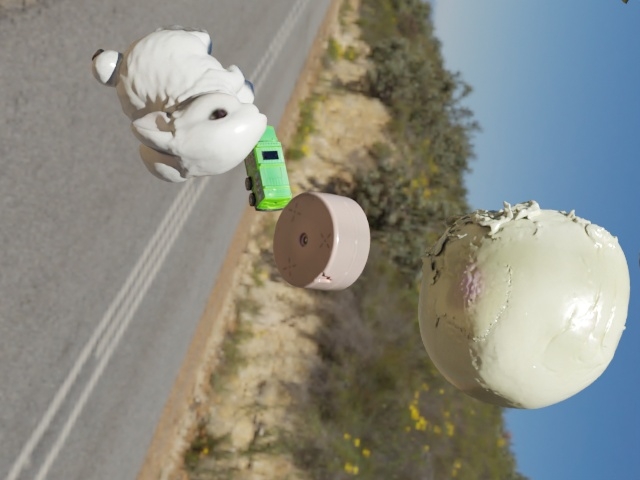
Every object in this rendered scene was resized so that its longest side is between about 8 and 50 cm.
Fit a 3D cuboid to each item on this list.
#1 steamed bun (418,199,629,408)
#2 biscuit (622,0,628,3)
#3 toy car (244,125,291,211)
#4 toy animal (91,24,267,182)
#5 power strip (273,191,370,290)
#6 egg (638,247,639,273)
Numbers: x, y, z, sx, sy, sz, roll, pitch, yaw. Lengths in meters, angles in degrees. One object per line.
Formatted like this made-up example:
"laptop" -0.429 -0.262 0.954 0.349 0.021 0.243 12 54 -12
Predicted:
"steamed bun" 0.297 0.098 1.509 0.333 0.233 0.312 -20 -130 45
"biscuit" 0.431 -0.507 1.702 0.026 0.292 0.048 -39 151 -26
"toy car" -0.098 -0.135 1.722 0.062 0.071 0.165 -38 -120 59
"toy animal" -0.225 -0.217 1.564 0.357 0.257 0.194 -120 -157 -54
"power strip" 0.000 0.000 1.474 0.154 0.078 0.154 -9 -102 48
"egg" 0.718 0.060 1.654 0.287 0.379 0.288 -37 -154 22
